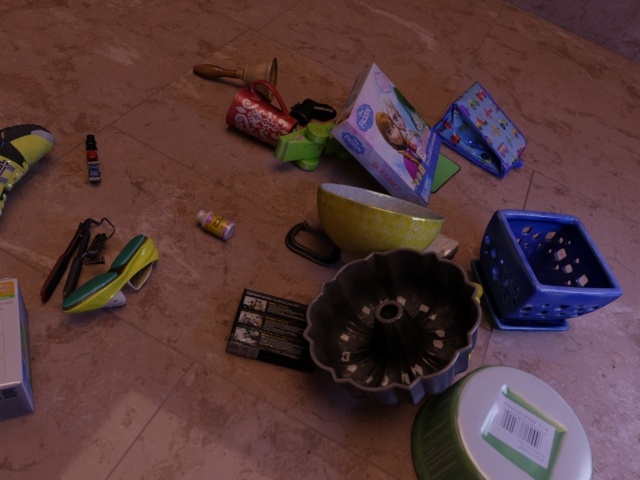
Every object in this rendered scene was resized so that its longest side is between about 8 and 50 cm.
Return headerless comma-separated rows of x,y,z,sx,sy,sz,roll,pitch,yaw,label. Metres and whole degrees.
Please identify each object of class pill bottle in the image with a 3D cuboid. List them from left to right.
-0.239,-0.037,1.209,0.083,0.043,0.043,27,47,4,pill bottle

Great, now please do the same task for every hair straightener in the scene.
-0.468,0.035,1.070,0.089,0.047,0.230,12,43,-5,hair straightener

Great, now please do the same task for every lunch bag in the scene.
0.536,-0.339,1.704,0.293,0.138,0.221,42,47,5,lunch bag

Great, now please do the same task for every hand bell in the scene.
-0.257,-0.494,1.577,0.242,0.126,0.126,9,47,4,hand bell

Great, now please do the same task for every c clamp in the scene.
0.000,0.000,1.281,0.161,0.022,0.137,23,52,-1,c clamp

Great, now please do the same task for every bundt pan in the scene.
0.141,0.172,1.014,0.331,0.124,0.330,-12,41,11,bundt pan

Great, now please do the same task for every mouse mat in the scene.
0.320,-0.221,1.593,0.153,0.007,0.190,39,48,15,mouse mat

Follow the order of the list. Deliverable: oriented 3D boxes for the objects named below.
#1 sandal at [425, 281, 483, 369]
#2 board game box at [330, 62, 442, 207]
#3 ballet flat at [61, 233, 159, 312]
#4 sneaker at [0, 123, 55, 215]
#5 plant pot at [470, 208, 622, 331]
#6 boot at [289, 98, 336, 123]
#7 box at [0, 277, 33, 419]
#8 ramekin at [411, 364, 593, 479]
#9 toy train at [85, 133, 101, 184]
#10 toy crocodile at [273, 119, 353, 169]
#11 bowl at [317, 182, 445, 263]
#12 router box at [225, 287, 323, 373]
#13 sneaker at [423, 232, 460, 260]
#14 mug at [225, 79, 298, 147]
0.250,0.179,1.138,0.138,0.126,0.317,32,38,-3,sandal
0.195,-0.283,1.460,0.318,0.066,0.318,42,43,-21,board game box
-0.392,0.079,1.035,0.077,0.077,0.231,-8,32,33,ballet flat
-0.687,-0.109,1.077,0.147,0.145,0.384,52,44,-14,sneaker
0.500,0.084,1.251,0.236,0.212,0.235,2,50,-17,plant pot
-0.026,-0.374,1.577,0.121,0.045,0.099,26,44,14,boot
-0.537,0.177,0.868,0.103,0.114,0.203,-8,54,-24,box
0.336,0.379,0.979,0.304,0.148,0.303,10,48,-11,ramekin
-0.530,-0.191,1.244,0.027,0.036,0.158,-5,53,-24,toy train
0.014,-0.281,1.464,0.341,0.115,0.105,-20,56,-35,toy crocodile
0.118,-0.018,1.208,0.290,0.155,0.289,14,13,-3,bowl
-0.085,0.180,1.073,0.179,0.046,0.133,16,47,-6,router box
0.236,0.040,1.294,0.115,0.090,0.232,38,39,23,sneaker
-0.152,-0.332,1.432,0.169,0.150,0.113,30,61,1,mug
